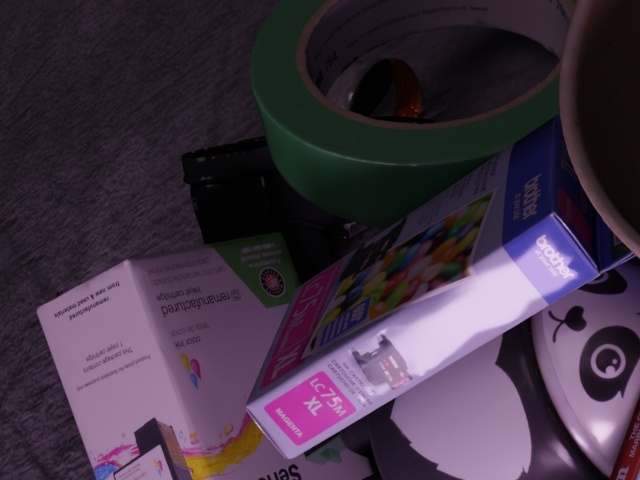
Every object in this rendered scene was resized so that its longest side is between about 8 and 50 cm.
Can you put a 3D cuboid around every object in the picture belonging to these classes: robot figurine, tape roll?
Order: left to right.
[{"bbox_3d":[0.102,-0.145,1.133,0.321,0.077,0.321,-7,45,7],"label":"tape roll"},{"bbox_3d":[0.144,0.124,0.942,0.278,0.173,0.209,-31,89,31],"label":"robot figurine"}]

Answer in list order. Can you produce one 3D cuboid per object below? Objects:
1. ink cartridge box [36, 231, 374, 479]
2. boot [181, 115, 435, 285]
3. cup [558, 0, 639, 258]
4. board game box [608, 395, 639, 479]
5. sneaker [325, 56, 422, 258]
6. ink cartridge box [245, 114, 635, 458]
[{"bbox_3d":[-0.078,0.149,1.058,0.117,0.201,0.278,-26,82,33],"label":"ink cartridge box"},{"bbox_3d":[0.000,0.000,1.229,0.094,0.247,0.207,-148,47,-70],"label":"boot"},{"bbox_3d":[0.325,-0.055,0.699,0.331,0.237,0.331,-18,53,25],"label":"cup"},{"bbox_3d":[0.259,0.133,0.834,0.281,0.145,0.027,-66,19,-12],"label":"board game box"},{"bbox_3d":[-0.006,-0.072,1.334,0.262,0.099,0.121,-53,29,-7],"label":"sneaker"},{"bbox_3d":[0.096,0.017,0.935,0.311,0.065,0.186,-32,16,23],"label":"ink cartridge box"}]
